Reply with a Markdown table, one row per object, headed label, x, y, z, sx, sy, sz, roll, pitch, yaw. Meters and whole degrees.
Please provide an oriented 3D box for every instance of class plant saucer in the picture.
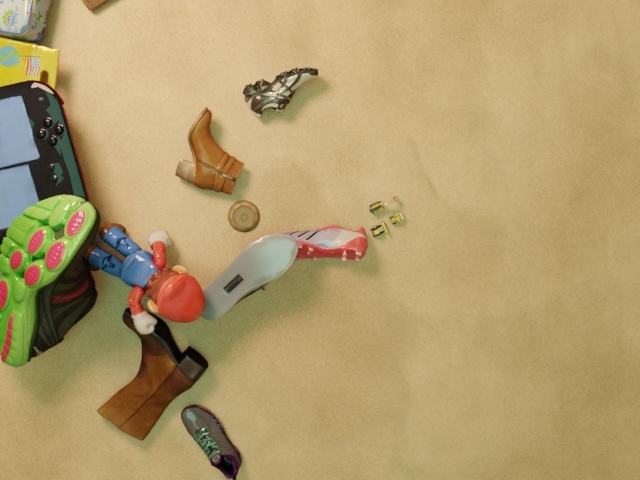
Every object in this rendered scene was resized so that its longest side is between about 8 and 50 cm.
| label | x | y | z | sx | sy | sz | roll | pitch | yaw |
| --- | --- | --- | --- | --- | --- | --- | --- | --- | --- |
| plant saucer | -0.198 | -0.062 | 1.566 | 0.083 | 0.015 | 0.084 | -1 | 96 | -7 |

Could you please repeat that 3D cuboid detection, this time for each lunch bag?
| label | x | y | z | sx | sy | sz | roll | pitch | yaw |
| --- | --- | --- | --- | --- | --- | --- | --- | --- | --- |
| lunch bag | -0.719 | -0.580 | 1.400 | 0.176 | 0.090 | 0.219 | 11 | 93 | 5 |

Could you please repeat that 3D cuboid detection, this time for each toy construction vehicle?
| label | x | y | z | sx | sy | sz | roll | pitch | yaw |
| --- | --- | --- | --- | --- | --- | --- | --- | --- | --- |
| toy construction vehicle | 0.171 | -0.063 | 1.598 | 0.098 | 0.035 | 0.086 | -23 | 98 | -4 |

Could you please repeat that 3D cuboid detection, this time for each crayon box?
| label | x | y | z | sx | sy | sz | roll | pitch | yaw |
| --- | --- | --- | --- | --- | --- | --- | --- | --- | --- |
| crayon box | -0.781 | -0.377 | 1.431 | 0.318 | 0.081 | 0.202 | 10 | 95 | -7 |

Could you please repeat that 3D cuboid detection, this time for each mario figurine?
| label | x | y | z | sx | sy | sz | roll | pitch | yaw |
| --- | --- | --- | --- | --- | --- | --- | --- | --- | --- |
| mario figurine | -0.418 | 0.098 | 1.488 | 0.320 | 0.170 | 0.198 | 33 | 116 | 14 |

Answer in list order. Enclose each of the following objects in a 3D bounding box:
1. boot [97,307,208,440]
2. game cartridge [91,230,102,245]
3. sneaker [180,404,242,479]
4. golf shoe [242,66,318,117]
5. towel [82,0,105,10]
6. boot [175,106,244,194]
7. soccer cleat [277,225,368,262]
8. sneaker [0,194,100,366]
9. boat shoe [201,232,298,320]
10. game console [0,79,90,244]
| label | x | y | z | sx | sy | sz | roll | pitch | yaw |
| --- | --- | --- | --- | --- | --- | --- | --- | --- | --- |
| boot | -0.473 | 0.342 | 1.561 | 0.264 | 0.096 | 0.280 | 42 | 98 | -16 |
| game cartridge | -0.593 | -0.023 | 1.525 | 0.056 | 0.017 | 0.083 | -34 | 99 | -5 |
| sneaker | -0.281 | 0.527 | 1.579 | 0.083 | 0.098 | 0.224 | -40 | 99 | -1 |
| golf shoe | -0.092 | -0.374 | 1.521 | 0.198 | 0.077 | 0.094 | -19 | 109 | 3 |
| towel | -0.463 | -0.747 | 1.396 | 0.370 | 0.040 | 0.271 | -34 | 126 | -1 |
| boot | -0.261 | -0.220 | 1.515 | 0.152 | 0.073 | 0.197 | 20 | 106 | -7 |
| soccer cleat | 0.000 | 0.000 | 1.574 | 0.247 | 0.083 | 0.095 | 5 | 59 | 1 |
| sneaker | -0.619 | 0.082 | 1.401 | 0.185 | 0.202 | 0.483 | 45 | 119 | 17 |
| boat shoe | -0.180 | 0.089 | 1.535 | 0.306 | 0.105 | 0.113 | -44 | 90 | 7 |
| game console | -0.746 | -0.162 | 1.374 | 0.386 | 0.060 | 0.342 | -14 | 92 | -3 |
